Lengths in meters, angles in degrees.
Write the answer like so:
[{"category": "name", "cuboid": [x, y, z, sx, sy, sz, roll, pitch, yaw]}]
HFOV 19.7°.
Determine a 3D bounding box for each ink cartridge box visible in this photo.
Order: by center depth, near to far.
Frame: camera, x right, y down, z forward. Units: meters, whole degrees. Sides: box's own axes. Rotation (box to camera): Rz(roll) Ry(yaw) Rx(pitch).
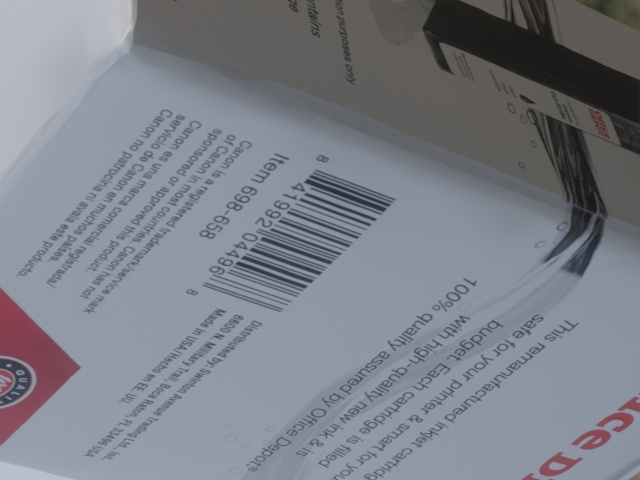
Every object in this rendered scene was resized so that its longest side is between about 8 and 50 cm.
[{"category": "ink cartridge box", "cuboid": [0.000, 0.000, 0.617, 0.273, 0.197, 0.114, 20, -135, -30]}]
